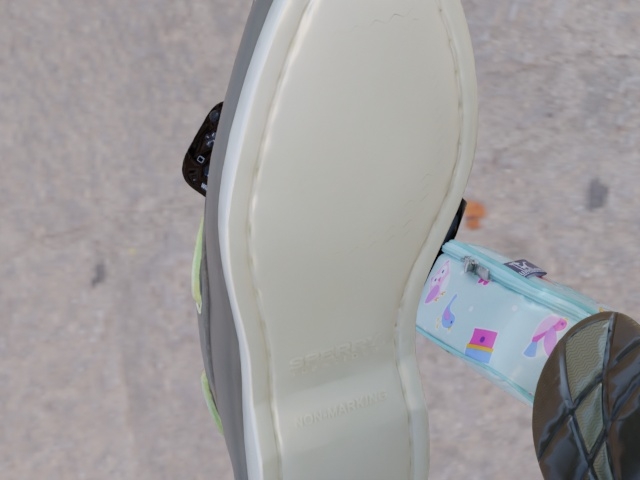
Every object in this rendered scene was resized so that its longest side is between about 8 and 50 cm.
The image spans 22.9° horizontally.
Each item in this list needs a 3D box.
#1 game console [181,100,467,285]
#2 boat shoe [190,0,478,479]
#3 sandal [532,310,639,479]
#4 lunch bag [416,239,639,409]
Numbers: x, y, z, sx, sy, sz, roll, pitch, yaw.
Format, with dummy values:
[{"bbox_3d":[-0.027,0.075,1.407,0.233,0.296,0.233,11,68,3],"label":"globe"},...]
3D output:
[{"bbox_3d":[-0.022,-0.023,1.636,0.361,0.044,0.213,34,88,37],"label":"game console"},{"bbox_3d":[-0.004,0.001,0.665,0.091,0.109,0.305,-129,33,-49],"label":"boat shoe"},{"bbox_3d":[0.184,0.145,0.848,0.090,0.060,0.219,-34,70,20],"label":"sandal"},{"bbox_3d":[0.221,0.098,1.429,0.108,0.279,0.224,-60,24,4],"label":"lunch bag"}]
